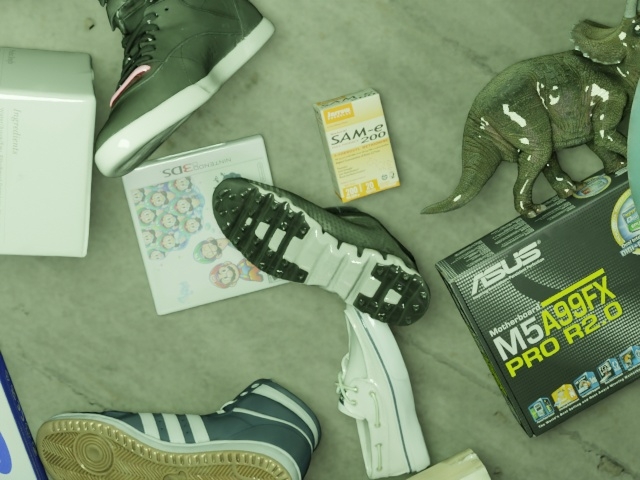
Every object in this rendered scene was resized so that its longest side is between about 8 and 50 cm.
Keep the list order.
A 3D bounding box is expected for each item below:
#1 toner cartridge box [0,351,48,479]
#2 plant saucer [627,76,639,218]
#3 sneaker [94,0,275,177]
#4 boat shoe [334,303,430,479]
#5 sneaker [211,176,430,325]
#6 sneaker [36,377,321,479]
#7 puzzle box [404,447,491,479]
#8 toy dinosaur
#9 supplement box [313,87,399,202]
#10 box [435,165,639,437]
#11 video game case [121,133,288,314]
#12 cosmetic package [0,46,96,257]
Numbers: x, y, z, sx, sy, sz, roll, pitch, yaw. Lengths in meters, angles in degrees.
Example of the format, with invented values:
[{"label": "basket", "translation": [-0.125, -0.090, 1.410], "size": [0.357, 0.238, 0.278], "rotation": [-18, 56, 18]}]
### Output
[{"label": "toner cartridge box", "translation": [-0.353, 0.280, 1.302], "size": [0.165, 0.075, 0.348], "rotation": [-18, 111, -7]}, {"label": "plant saucer", "translation": [0.424, -0.128, 1.278], "size": [0.317, 0.043, 0.318], "rotation": [-16, 117, -34]}, {"label": "sneaker", "translation": [-0.152, -0.167, 1.108], "size": [0.147, 0.296, 0.104], "rotation": [47, 125, -11]}, {"label": "boat shoe", "translation": [0.053, 0.159, 1.343], "size": [0.076, 0.083, 0.226], "rotation": [-21, 112, -6]}, {"label": "sneaker", "translation": [0.000, 0.000, 1.273], "size": [0.234, 0.106, 0.078], "rotation": [27, 113, -8]}, {"label": "sneaker", "translation": [-0.137, 0.204, 1.323], "size": [0.282, 0.153, 0.099], "rotation": [6, 113, 18]}, {"label": "puzzle box", "translation": [0.126, 0.454, 1.418], "size": [0.272, 0.052, 0.409], "rotation": [-25, 110, -3]}, {"label": "toy dinosaur", "translation": [0.228, -0.123, 1.285], "size": [0.313, 0.121, 0.160], "rotation": [-28, 88, 7]}, {"label": "supplement box", "translation": [0.036, -0.095, 1.279], "size": [0.062, 0.036, 0.098], "rotation": [-18, 111, -6]}, {"label": "box", "translation": [0.287, 0.054, 1.371], "size": [0.270, 0.060, 0.216], "rotation": [-29, 112, -2]}, {"label": "video game case", "translation": [-0.111, -0.014, 1.284], "size": [0.143, 0.019, 0.157], "rotation": [-14, 111, -7]}, {"label": "cosmetic package", "translation": [-0.296, -0.084, 1.146], "size": [0.183, 0.151, 0.151], "rotation": [3, 112, -13]}]
